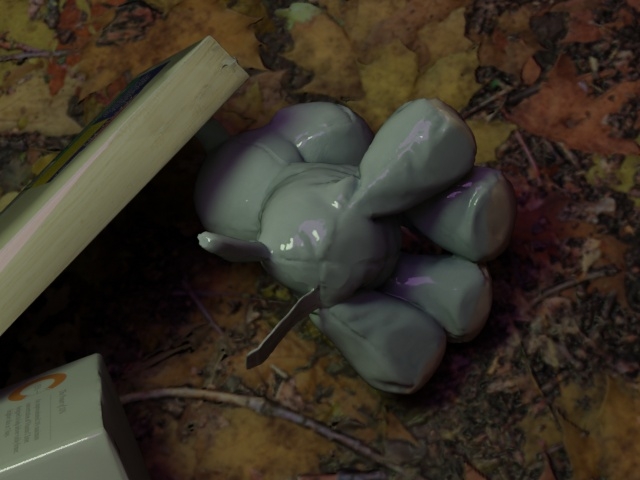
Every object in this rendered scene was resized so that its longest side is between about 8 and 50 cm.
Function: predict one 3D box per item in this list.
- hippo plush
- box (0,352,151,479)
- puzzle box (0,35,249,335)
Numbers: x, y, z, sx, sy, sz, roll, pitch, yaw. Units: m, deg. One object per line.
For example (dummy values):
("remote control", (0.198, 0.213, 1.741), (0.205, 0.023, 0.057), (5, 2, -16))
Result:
("hippo plush", (0.000, 0.000, 1.531), (0.294, 0.234, 0.236), (-31, 29, -22))
("box", (-0.301, 0.247, 1.383), (0.345, 0.215, 0.168), (-21, 104, -3))
("puzzle box", (-0.246, -0.005, 1.530), (0.052, 0.272, 0.409), (46, 76, -12))
